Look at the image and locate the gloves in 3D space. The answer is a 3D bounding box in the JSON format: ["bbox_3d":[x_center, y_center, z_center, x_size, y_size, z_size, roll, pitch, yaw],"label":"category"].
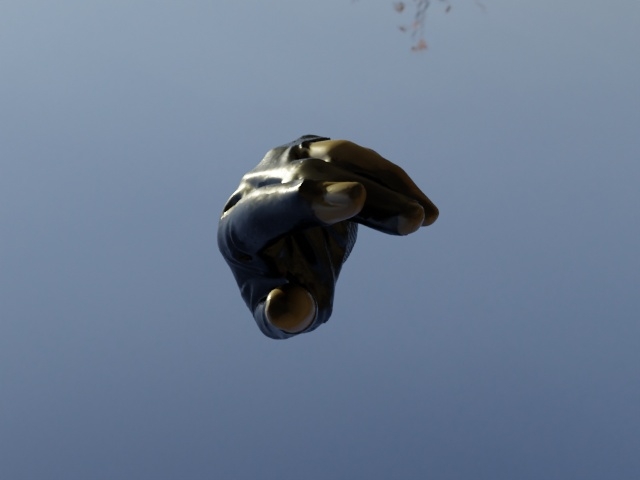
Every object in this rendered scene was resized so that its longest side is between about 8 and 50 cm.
[{"bbox_3d":[-0.007,-0.002,0.940,0.152,0.301,0.197,29,-109,-17],"label":"gloves"}]
